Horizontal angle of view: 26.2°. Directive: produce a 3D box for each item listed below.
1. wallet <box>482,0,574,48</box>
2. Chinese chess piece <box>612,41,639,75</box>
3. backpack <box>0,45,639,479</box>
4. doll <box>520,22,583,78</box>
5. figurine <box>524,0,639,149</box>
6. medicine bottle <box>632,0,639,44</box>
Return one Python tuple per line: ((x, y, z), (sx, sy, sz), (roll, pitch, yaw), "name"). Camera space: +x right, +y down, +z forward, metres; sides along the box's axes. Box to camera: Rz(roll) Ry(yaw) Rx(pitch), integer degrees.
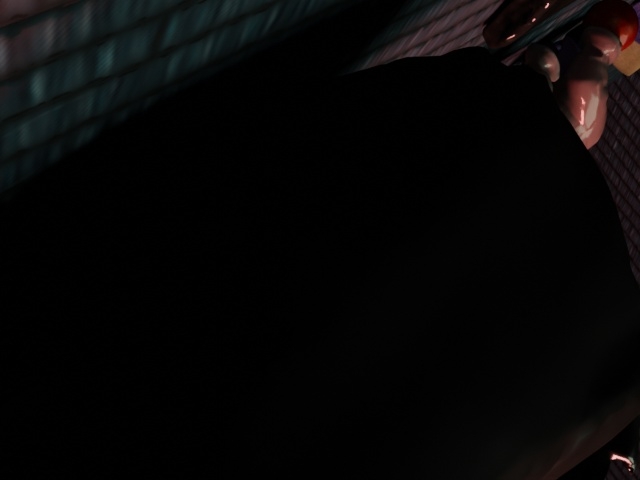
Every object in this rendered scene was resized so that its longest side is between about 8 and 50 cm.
((0.225, -0.210, 0.860), (0.285, 0.030, 0.146), (-34, 178, -25), "wallet")
((0.448, -0.278, 1.828), (0.144, 0.058, 0.144), (-38, 177, -2), "Chinese chess piece")
((-0.058, 0.118, 0.653), (0.363, 0.255, 0.445), (-25, 172, -40), "backpack")
((0.222, -0.156, 1.240), (0.110, 0.067, 0.206), (-28, -165, 49), "doll")
((0.126, -0.066, 1.048), (0.287, 0.176, 0.186), (-52, 139, -18), "figurine")
((0.424, -0.279, 1.601), (0.059, 0.059, 0.231), (-40, 175, 40), "medicine bottle")
